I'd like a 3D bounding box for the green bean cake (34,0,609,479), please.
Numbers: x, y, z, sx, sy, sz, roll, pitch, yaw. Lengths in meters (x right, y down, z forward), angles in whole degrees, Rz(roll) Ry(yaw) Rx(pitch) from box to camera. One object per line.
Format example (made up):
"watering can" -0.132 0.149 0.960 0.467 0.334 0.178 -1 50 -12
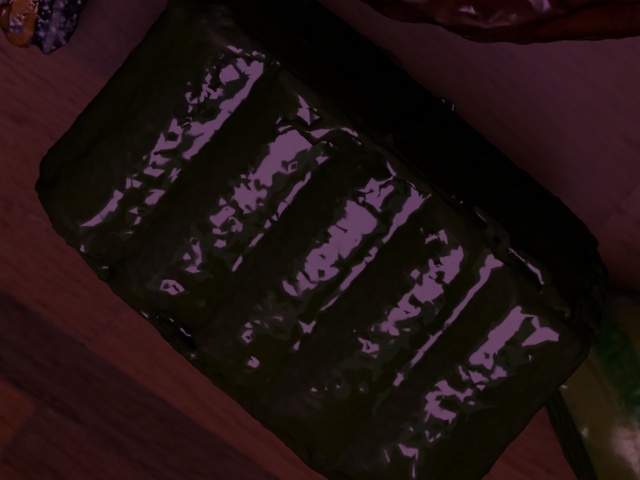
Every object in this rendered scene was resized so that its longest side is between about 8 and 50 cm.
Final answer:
"green bean cake" 0.000 0.000 0.984 0.335 0.319 0.218 40 105 6

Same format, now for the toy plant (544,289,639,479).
"toy plant" 0.323 0.088 1.121 0.316 0.184 0.224 -24 98 -1

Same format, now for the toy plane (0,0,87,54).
"toy plane" -0.141 -0.287 1.027 0.316 0.103 0.204 -39 107 7

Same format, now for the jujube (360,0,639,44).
"jujube" 0.174 -0.260 0.951 0.377 0.276 0.276 -6 110 -10
